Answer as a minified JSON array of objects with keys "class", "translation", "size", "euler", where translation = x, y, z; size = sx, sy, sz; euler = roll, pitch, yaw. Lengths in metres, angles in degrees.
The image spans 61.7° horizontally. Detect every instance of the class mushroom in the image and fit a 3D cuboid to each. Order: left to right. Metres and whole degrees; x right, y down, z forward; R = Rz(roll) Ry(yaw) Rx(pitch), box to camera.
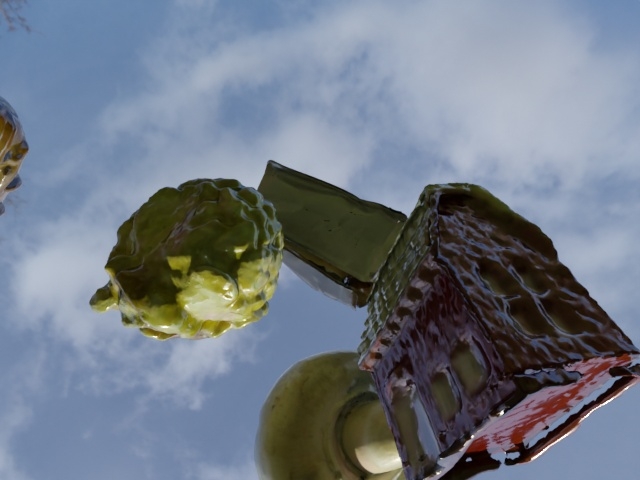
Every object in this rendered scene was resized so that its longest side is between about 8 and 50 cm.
[{"class":"mushroom","translation":[0.061,0.316,0.906],"size":[0.315,0.315,0.356],"euler":[43,-87,18]}]

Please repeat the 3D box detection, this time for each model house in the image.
[{"class":"model house","translation":[0.137,0.079,0.523],"size":[0.160,0.196,0.254],"euler":[1,-134,-22]}]

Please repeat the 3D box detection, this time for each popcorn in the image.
[{"class":"popcorn","translation":[-0.164,0.035,0.727],"size":[0.259,0.212,0.259],"euler":[-17,-130,22]}]

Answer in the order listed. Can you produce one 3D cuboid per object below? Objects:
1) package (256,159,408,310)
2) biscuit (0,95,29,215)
[{"class":"package","translation":[-0.018,0.016,1.015],"size":[0.311,0.221,0.165],"euler":[27,-131,21]},{"class":"biscuit","translation":[-0.452,-0.033,0.545],"size":[0.103,0.332,0.332],"euler":[43,-109,-5]}]
